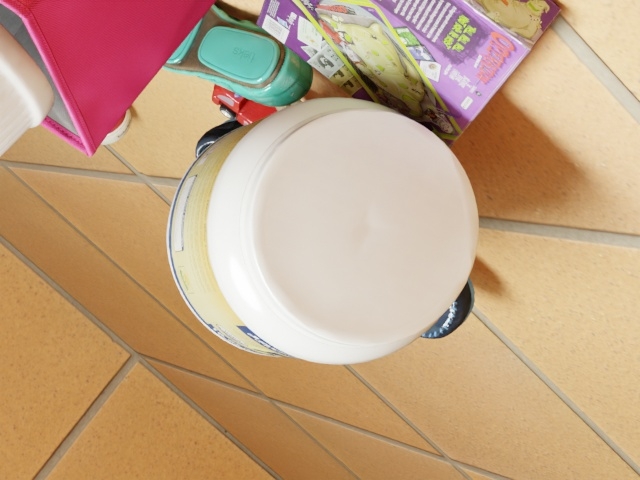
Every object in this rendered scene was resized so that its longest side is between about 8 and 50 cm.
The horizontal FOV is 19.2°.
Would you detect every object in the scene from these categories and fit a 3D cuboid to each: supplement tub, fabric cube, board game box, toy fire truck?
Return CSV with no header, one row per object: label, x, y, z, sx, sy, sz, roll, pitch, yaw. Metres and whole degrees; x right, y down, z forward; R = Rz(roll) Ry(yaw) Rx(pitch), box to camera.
supplement tub,-0.002,-0.006,1.663,0.228,0.228,0.316,40,170,-10
fabric cube,-0.217,-0.271,1.460,0.259,0.258,0.254,33,166,16
board game box,0.059,-0.179,1.518,0.208,0.056,0.347,41,166,1
toy fire truck,-0.024,-0.121,1.906,0.192,0.047,0.135,38,166,3

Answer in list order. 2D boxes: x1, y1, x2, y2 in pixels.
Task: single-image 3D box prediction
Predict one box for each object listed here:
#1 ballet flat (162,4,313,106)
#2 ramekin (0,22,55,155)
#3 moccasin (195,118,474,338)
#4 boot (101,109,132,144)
ballet flat,-0.100,-0.184,1.830,0.247,0.083,0.087,28,178,40
ramekin,-0.309,-0.126,1.392,0.207,0.109,0.207,35,166,10
moccasin,0.000,0.000,1.993,0.342,0.137,0.117,32,-161,16
boot,-0.359,-0.222,2.341,0.244,0.088,0.176,23,161,22
